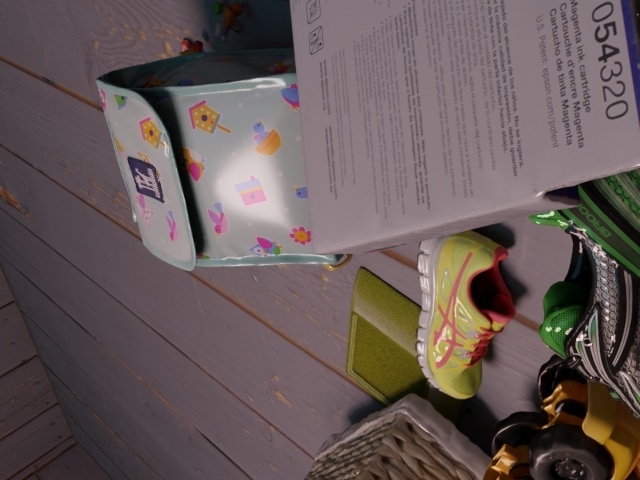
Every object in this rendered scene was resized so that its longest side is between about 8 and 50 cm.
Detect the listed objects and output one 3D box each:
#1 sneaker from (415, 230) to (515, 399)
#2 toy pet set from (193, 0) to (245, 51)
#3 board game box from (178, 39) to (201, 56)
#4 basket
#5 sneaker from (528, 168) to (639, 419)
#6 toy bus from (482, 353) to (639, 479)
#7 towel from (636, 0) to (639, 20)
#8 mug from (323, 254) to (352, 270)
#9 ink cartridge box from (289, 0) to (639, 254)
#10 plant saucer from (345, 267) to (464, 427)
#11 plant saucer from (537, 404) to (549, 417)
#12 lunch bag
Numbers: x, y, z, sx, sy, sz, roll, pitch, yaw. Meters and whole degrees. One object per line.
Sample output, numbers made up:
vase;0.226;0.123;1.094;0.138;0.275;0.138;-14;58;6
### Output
sneaker;0.155;0.084;0.734;0.094;0.081;0.209;15;125;40
toy pet set;-0.103;-0.220;0.860;0.122;0.065;0.114;-37;51;55
board game box;-0.120;-0.145;0.951;0.259;0.039;0.124;48;146;19
basket;0.102;0.424;0.888;0.328;0.266;0.331;43;148;3
sneaker;0.245;0.079;0.530;0.146;0.134;0.344;-17;101;14
toy bus;0.272;0.235;0.660;0.211;0.149;0.220;28;121;9
towel;0.178;-0.211;0.517;0.152;0.023;0.113;45;148;15
mug;-0.002;-0.004;0.885;0.078;0.064;0.062;26;135;39
ink cartridge box;0.086;-0.169;0.506;0.330;0.071;0.324;-14;78;56
plant saucer;0.098;0.156;0.908;0.188;0.045;0.188;35;141;30
plant saucer;0.251;0.252;0.813;0.067;0.018;0.192;41;145;22
lunch bag;-0.109;-0.089;0.782;0.262;0.160;0.223;-2;120;14
